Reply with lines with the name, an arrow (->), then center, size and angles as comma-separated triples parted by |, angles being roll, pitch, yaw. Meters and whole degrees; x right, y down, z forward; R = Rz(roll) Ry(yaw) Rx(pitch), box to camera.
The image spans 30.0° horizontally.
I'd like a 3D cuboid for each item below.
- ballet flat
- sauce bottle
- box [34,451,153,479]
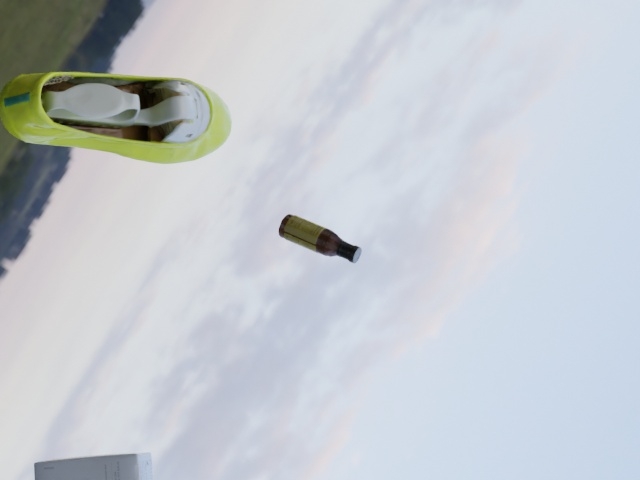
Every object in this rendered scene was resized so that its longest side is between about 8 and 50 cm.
ballet flat -> -0.158, -0.109, 1.022 | 0.077, 0.231, 0.077 | -14, -101, 51
sauce bottle -> 0.000, 0.000, 1.771 | 0.042, 0.128, 0.042 | -49, 154, -35
box -> -0.379, 0.455, 2.024 | 0.119, 0.182, 0.181 | 74, 11, -82
